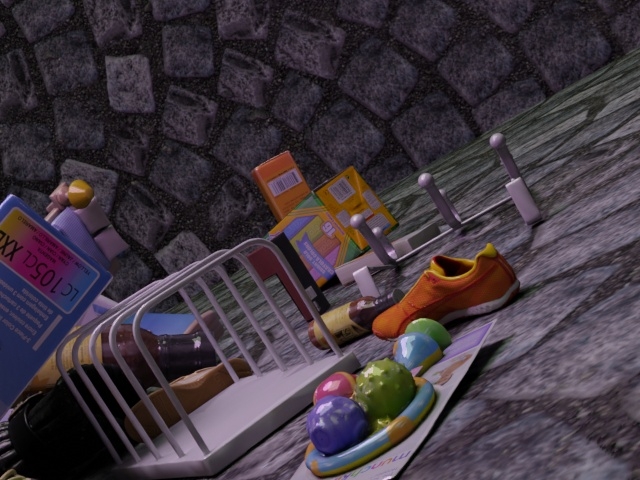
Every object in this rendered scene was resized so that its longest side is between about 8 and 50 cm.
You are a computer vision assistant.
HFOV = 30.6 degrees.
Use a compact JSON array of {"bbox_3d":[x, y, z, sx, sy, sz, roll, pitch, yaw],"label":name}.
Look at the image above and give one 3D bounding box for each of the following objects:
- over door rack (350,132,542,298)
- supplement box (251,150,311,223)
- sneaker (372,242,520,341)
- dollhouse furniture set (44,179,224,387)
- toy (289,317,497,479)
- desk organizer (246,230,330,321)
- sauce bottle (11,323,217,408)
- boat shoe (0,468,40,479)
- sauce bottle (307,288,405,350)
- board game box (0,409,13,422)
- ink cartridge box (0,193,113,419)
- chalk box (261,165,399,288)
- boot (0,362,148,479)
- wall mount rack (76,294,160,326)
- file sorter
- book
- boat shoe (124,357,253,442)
[{"bbox_3d":[0.159,-0.036,1.539,0.239,0.108,0.324,-31,4,11],"label":"over door rack"},{"bbox_3d":[-0.038,-0.044,2.141,0.080,0.233,0.078,-28,3,-8],"label":"supplement box"},{"bbox_3d":[0.113,0.049,1.123,0.175,0.067,0.064,-29,6,39],"label":"sneaker"},{"bbox_3d":[-0.338,0.100,1.737,0.198,0.303,0.286,-3,38,37],"label":"dollhouse furniture set"},{"bbox_3d":[0.037,0.119,0.893,0.137,0.056,0.237,-29,4,34],"label":"toy"},{"bbox_3d":[-0.047,0.058,1.697,0.050,0.130,0.047,-31,3,30],"label":"desk organizer"},{"bbox_3d":[-0.319,0.173,1.649,0.344,0.111,0.111,-4,1,-8],"label":"sauce bottle"},{"bbox_3d":[-0.319,0.285,1.172,0.109,0.091,0.305,-35,6,-42],"label":"boat shoe"},{"bbox_3d":[0.042,0.088,1.327,0.128,0.042,0.042,-28,5,39],"label":"sauce bottle"},{"bbox_3d":[-0.669,0.403,2.069,0.318,0.066,0.319,-26,17,46],"label":"board game box"},{"bbox_3d":[-0.421,0.162,1.283,0.395,0.151,0.270,-55,11,-20],"label":"ink cartridge box"},{"bbox_3d":[0.000,0.000,1.964,0.213,0.132,0.132,-42,-4,41],"label":"chalk box"},{"bbox_3d":[-0.390,0.279,1.477,0.260,0.131,0.348,-29,4,26],"label":"boot"},{"bbox_3d":[-0.407,0.129,2.033,0.304,0.350,0.130,-61,7,30],"label":"wall mount rack"},{"bbox_3d":[-0.134,0.126,1.225,0.193,0.173,0.277,-34,6,-30],"label":"file sorter"},{"bbox_3d":[0.104,0.018,1.798,0.144,0.035,0.096,-27,2,37],"label":"book"},{"bbox_3d":[-0.160,0.195,1.393,0.170,0.063,0.059,-22,-3,-30],"label":"boat shoe"}]
